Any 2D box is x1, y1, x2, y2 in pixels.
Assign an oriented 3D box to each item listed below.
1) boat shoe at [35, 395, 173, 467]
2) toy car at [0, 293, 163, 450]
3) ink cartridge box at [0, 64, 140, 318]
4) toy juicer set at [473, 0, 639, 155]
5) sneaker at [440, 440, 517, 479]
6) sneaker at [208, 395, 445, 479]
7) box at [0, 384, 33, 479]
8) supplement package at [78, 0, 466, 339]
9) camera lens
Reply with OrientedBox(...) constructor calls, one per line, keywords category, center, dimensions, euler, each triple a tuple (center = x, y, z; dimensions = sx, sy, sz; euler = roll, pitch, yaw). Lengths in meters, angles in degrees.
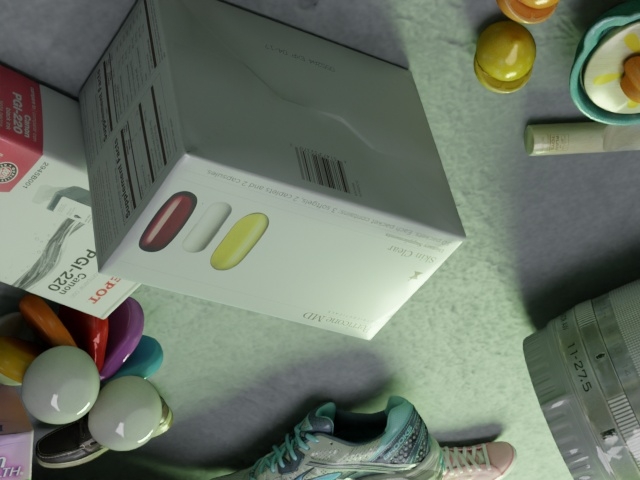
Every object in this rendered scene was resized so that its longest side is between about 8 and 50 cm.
OrientedBox(category="boat shoe", center=(-0.236, 0.197, 1.583), dimensions=(0.152, 0.056, 0.049), euler=(-20, 135, -6))
OrientedBox(category="toy car", center=(-0.227, 0.109, 1.432), dimensions=(0.182, 0.159, 0.136), euler=(31, 87, -39))
OrientedBox(category="ink cartridge box", center=(-0.233, -0.036, 1.281), dimensions=(0.218, 0.092, 0.158), euler=(23, 128, -37))
OrientedBox(category="toy juicer set", center=(0.244, -0.144, 1.288), dimensions=(0.209, 0.089, 0.329), euler=(-17, 140, 4))
OrientedBox(category="sneaker", center=(0.165, 0.268, 1.771), dimensions=(0.134, 0.051, 0.070), euler=(-20, 145, 15))
OrientedBox(category="sneaker", center=(-0.009, 0.242, 1.677), dimensions=(0.283, 0.110, 0.122), euler=(-16, 117, 7))
OrientedBox(category="box", center=(-0.401, 0.273, 1.442), dimensions=(0.213, 0.117, 0.243), euler=(-2, 113, -23))
OrientedBox(category="supplement package", center=(-0.045, -0.061, 1.215), dimensions=(0.262, 0.204, 0.145), euler=(15, 133, -30))
OrientedBox(category="camera lens", center=(0.377, 0.140, 1.550), dimensions=(0.274, 0.219, 0.219), euler=(-25, 139, 13))
